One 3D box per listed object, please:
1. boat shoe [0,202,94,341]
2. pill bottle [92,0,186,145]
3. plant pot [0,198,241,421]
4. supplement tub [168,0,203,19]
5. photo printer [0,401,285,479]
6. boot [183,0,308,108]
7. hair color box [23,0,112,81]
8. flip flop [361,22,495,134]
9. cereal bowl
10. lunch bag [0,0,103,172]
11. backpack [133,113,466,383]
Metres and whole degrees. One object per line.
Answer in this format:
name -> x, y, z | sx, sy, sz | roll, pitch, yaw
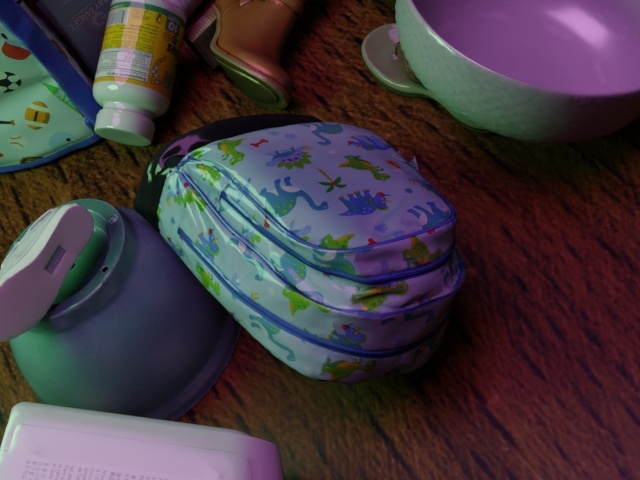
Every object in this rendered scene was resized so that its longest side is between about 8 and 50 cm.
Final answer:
boat shoe -> -0.329, 0.032, 1.162 | 0.063, 0.066, 0.184 | 2, 58, 45
pill bottle -> -0.276, -0.254, 1.555 | 0.117, 0.117, 0.208 | 4, 78, 29
plant pot -> -0.270, 0.072, 1.275 | 0.293, 0.196, 0.293 | -14, 50, 17
supplement tub -> -0.229, -0.409, 1.707 | 0.071, 0.071, 0.107 | 23, 68, 37
photo printer -> -0.189, 0.307, 1.054 | 0.307, 0.107, 0.256 | 6, 66, 4
boot -> -0.063, -0.322, 1.539 | 0.220, 0.109, 0.283 | -43, 36, -5
hair color box -> -0.419, -0.413, 1.599 | 0.113, 0.374, 0.185 | -45, 49, -11
flip flop -> 0.158, -0.231, 1.367 | 0.112, 0.080, 0.277 | -41, 48, -7
cereal bowl -> 0.249, -0.234, 1.244 | 0.339, 0.141, 0.339 | 6, 48, -7
lunch bag -> -0.543, -0.275, 1.594 | 0.385, 0.328, 0.239 | 3, 58, 30
backpack -> 0.000, 0.000, 1.159 | 0.290, 0.273, 0.355 | -9, 54, -33
